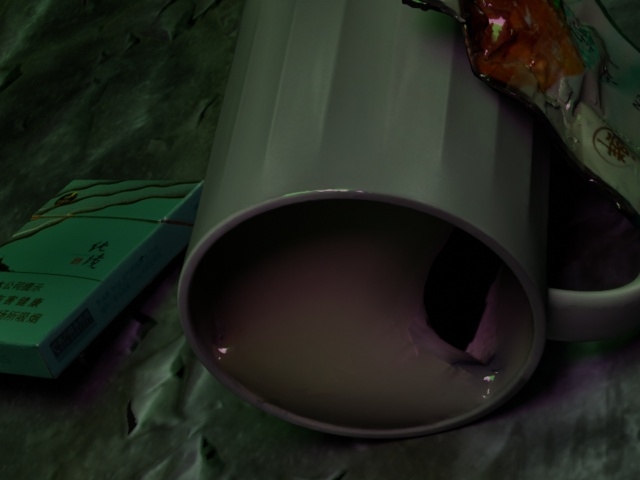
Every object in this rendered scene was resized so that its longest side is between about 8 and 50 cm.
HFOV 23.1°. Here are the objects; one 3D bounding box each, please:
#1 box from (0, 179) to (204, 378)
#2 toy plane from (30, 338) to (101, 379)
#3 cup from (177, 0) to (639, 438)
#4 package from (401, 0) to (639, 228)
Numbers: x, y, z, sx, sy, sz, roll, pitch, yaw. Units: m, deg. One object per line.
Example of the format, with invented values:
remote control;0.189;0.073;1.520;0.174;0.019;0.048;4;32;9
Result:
box;-0.212;0.024;1.302;0.162;0.041;0.229;3;37;38
toy plane;-0.217;0.084;1.286;0.083;0.031;0.078;16;43;43
cup;0.084;-0.056;1.081;0.322;0.237;0.327;8;45;3
package;0.154;-0.126;1.019;0.040;0.232;0.166;-42;7;41
